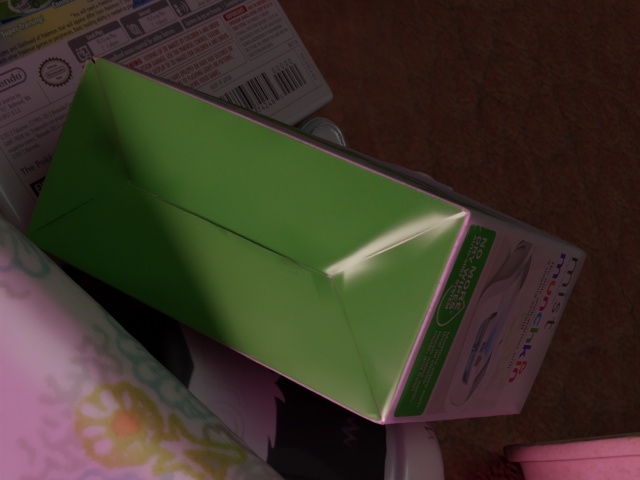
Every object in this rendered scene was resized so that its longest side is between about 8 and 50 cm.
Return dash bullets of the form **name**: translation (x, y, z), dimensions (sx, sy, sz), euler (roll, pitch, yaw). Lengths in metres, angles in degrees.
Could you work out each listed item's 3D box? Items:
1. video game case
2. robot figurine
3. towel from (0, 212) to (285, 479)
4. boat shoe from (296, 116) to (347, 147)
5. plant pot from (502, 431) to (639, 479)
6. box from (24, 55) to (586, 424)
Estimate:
- **video game case**: translation (-0.163, -0.168, 0.870), dimensions (0.329, 0.036, 0.300), euler (-37, 98, -45)
- **robot figurine**: translation (-0.056, 0.141, 0.762), dimensions (0.278, 0.173, 0.209), euler (20, 82, -27)
- **towel**: translation (-0.221, 0.182, 0.582), dimensions (0.320, 0.090, 0.374), euler (44, 77, -6)
- **boat shoe**: translation (-0.003, -0.027, 0.952), dimensions (0.066, 0.063, 0.184), euler (31, 53, -20)
- **plant pot**: translation (0.318, 0.288, 0.892), dimensions (0.333, 0.333, 0.306), euler (1, 79, -36)
- **box**: translation (0.000, 0.000, 0.759), dimensions (0.231, 0.262, 0.127), euler (13, 100, -63)
